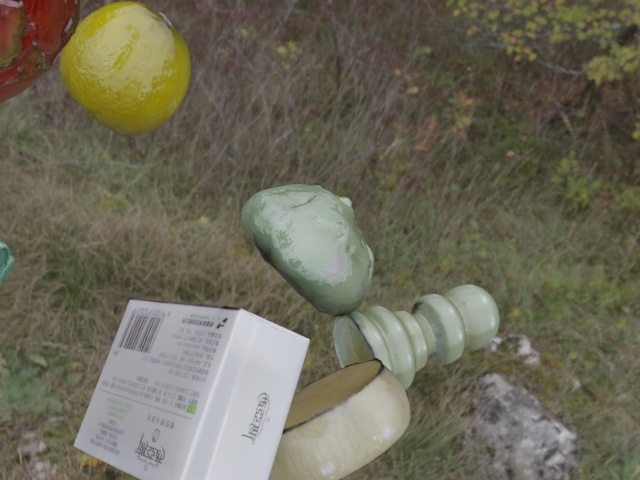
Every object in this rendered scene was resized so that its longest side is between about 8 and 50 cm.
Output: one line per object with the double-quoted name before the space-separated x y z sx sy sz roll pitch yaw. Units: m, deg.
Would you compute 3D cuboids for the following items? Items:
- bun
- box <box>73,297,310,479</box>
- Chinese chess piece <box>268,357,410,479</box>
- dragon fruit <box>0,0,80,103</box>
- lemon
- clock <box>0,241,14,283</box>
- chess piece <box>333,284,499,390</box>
"bun" 0.000 0.000 1.444 0.179 0.283 0.283 -42 68 5
"box" -0.153 0.175 0.895 0.111 0.260 0.194 29 72 -37
"Chinese chess piece" 0.014 0.285 1.230 0.257 0.257 0.104 -28 91 -31
"dragon fruit" -0.400 -0.273 0.833 0.277 0.342 0.277 37 34 -31
"lemon" -0.355 -0.337 1.498 0.240 0.219 0.240 40 20 -18
"clock" -0.723 0.056 1.683 0.060 0.188 0.148 26 61 2
"chess piece" 0.208 0.185 1.557 0.330 0.182 0.182 -17 59 -24
